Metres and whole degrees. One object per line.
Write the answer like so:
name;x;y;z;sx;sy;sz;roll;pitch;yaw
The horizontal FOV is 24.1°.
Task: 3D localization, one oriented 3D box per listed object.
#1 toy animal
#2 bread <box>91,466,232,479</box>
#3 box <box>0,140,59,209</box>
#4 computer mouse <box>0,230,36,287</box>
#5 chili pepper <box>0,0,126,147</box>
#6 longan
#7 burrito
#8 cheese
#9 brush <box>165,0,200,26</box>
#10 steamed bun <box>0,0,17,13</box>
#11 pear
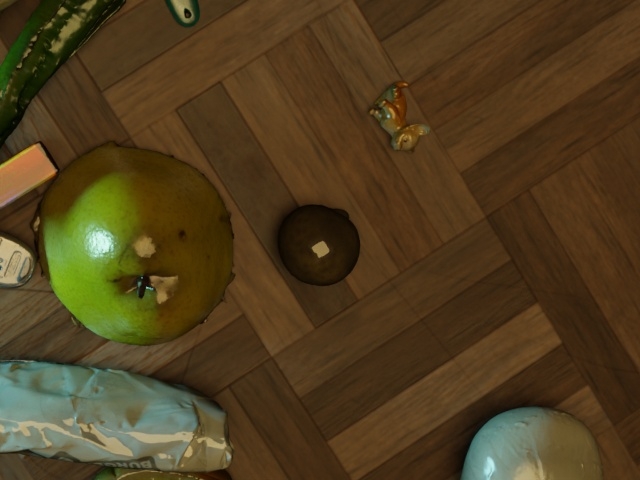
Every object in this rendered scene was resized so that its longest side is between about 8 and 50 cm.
toy animal;0.105;-0.153;1.904;0.083;0.060;0.081;45;51;-10
bread;-0.203;0.377;1.888;0.236;0.070;0.236;-1;94;-8
box;-0.399;-0.056;1.797;0.175;0.112;0.048;-33;99;-6
computer mouse;-0.397;0.020;1.840;0.096;0.039;0.066;22;97;-12
chili pepper;-0.374;-0.189;1.805;0.085;0.076;0.359;41;85;-14
longan;0.000;0.000;1.878;0.106;0.106;0.119;33;50;-10
burrito;-0.324;0.211;1.829;0.445;0.139;0.101;6;126;-6
cheese;0.270;0.307;1.916;0.198;0.154;0.189;2;89;-9
brush;-0.194;-0.355;1.843;0.043;0.032;0.193;-22;97;-7
steamed bun;-0.484;-0.395;1.689;0.347;0.237;0.394;-12;97;-7
pear;-0.213;0.009;1.803;0.267;0.178;0.267;-1;93;-13
